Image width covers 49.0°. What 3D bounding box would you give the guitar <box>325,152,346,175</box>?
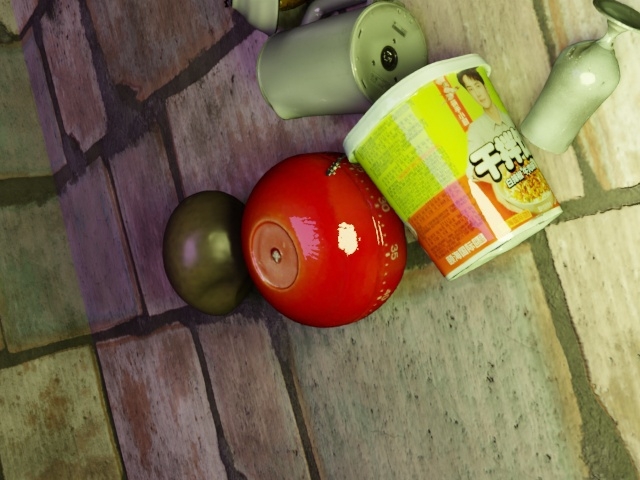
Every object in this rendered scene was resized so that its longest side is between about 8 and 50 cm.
[{"bbox_3d":[0.096,-0.200,1.391,0.025,0.233,0.088,55,161,-23],"label":"guitar"}]

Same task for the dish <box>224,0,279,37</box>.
[{"bbox_3d":[-0.167,-0.613,1.573,0.316,0.106,0.316,173,90,-79],"label":"dish"}]

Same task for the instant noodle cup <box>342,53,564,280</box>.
[{"bbox_3d":[0.239,-0.115,1.221,0.308,0.294,0.294,59,137,11],"label":"instant noodle cup"}]

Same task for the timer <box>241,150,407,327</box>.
[{"bbox_3d":[0.000,0.000,1.504,0.378,0.279,0.378,16,112,44],"label":"timer"}]

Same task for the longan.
[{"bbox_3d":[-0.284,0.036,1.852,0.288,0.288,0.350,41,137,36],"label":"longan"}]

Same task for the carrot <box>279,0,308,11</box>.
[{"bbox_3d":[-0.008,-0.561,1.516,0.228,0.069,0.069,-12,90,42],"label":"carrot"}]

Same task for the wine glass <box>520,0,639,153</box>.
[{"bbox_3d":[0.406,-0.249,1.093,0.103,0.103,0.231,51,135,29],"label":"wine glass"}]

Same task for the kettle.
[{"bbox_3d":[0.034,-0.382,1.427,0.318,0.205,0.265,6,106,52],"label":"kettle"}]
